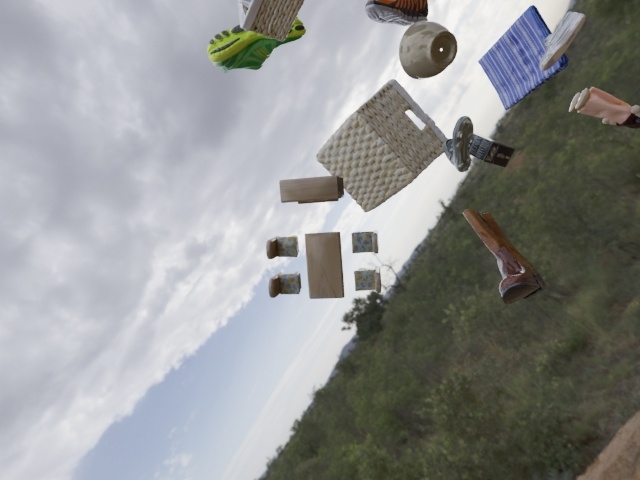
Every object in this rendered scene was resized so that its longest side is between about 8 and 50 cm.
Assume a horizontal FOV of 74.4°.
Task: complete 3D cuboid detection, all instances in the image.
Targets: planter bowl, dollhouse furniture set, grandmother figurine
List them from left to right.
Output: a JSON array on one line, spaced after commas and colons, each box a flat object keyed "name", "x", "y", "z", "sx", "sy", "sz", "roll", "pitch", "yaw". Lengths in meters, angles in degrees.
[{"name": "dollhouse furniture set", "x": 0.000, "y": 0.000, "z": 1.344, "sx": 0.256, "sy": 0.363, "sz": 0.393, "roll": -34, "pitch": -60, "yaw": -79}, {"name": "planter bowl", "x": 0.325, "y": -0.550, "z": 1.220, "sx": 0.162, "sy": 0.109, "sz": 0.162, "roll": -10, "pitch": -65, "yaw": -22}, {"name": "grandmother figurine", "x": 1.101, "y": -0.453, "z": 1.515, "sx": 0.208, "sy": 0.343, "sz": 0.104, "roll": -47, "pitch": -22, "yaw": -70}]

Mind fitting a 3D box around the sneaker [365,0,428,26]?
[{"name": "sneaker", "x": 0.291, "y": -0.927, "z": 1.597, "sx": 0.321, "sy": 0.125, "sz": 0.179, "roll": -14, "pitch": -69, "yaw": -40}]

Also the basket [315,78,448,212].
[{"name": "basket", "x": 0.220, "y": -0.332, "z": 1.539, "sx": 0.266, "sy": 0.328, "sz": 0.331, "roll": -47, "pitch": 7, "yaw": -35}]

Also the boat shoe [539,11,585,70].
[{"name": "boat shoe", "x": 0.729, "y": -0.616, "z": 1.298, "sx": 0.066, "sy": 0.063, "sz": 0.184, "roll": 3, "pitch": -57, "yaw": -54}]

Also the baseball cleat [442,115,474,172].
[{"name": "baseball cleat", "x": 0.410, "y": -0.299, "z": 1.279, "sx": 0.072, "sy": 0.109, "sz": 0.205, "roll": -28, "pitch": -42, "yaw": -9}]

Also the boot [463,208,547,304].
[{"name": "boot", "x": 0.481, "y": 0.022, "z": 1.133, "sx": 0.264, "sy": 0.280, "sz": 0.096, "roll": -3, "pitch": -32, "yaw": -45}]

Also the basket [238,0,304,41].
[{"name": "basket", "x": -0.096, "y": -0.529, "z": 0.892, "sx": 0.103, "sy": 0.113, "sz": 0.167, "roll": 10, "pitch": -36, "yaw": -30}]

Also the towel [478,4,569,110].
[{"name": "towel", "x": 0.728, "y": -0.655, "z": 1.550, "sx": 0.040, "sy": 0.243, "sz": 0.336, "roll": -27, "pitch": -4, "yaw": -14}]

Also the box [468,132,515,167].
[{"name": "box", "x": 0.622, "y": -0.360, "z": 1.625, "sx": 0.148, "sy": 0.180, "sz": 0.077, "roll": 5, "pitch": -63, "yaw": -34}]

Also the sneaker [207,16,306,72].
[{"name": "sneaker", "x": -0.187, "y": -0.587, "z": 1.252, "sx": 0.296, "sy": 0.109, "sz": 0.123, "roll": -18, "pitch": -15, "yaw": 2}]
